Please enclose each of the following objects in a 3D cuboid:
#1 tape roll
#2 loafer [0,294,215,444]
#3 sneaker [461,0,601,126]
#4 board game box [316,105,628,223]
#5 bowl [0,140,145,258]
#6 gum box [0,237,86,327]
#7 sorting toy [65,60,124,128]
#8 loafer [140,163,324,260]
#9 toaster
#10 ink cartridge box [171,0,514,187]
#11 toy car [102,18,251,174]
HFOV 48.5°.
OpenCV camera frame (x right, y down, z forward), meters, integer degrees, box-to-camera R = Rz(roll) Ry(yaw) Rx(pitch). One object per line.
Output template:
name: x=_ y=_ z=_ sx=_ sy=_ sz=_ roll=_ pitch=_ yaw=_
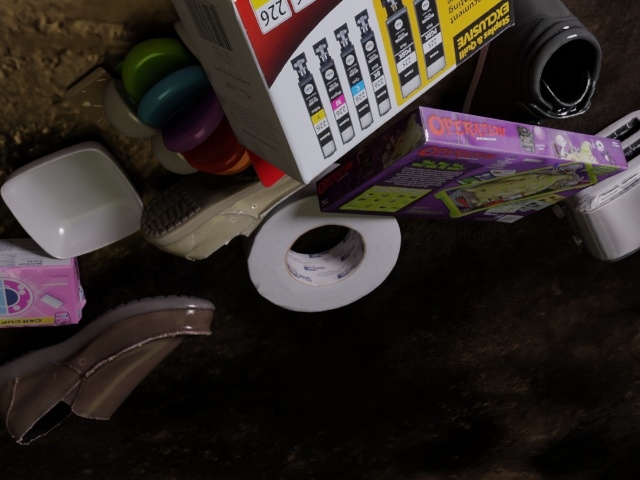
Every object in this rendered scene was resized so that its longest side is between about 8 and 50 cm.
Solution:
tape roll: x=0.000 y=0.000 z=1.004 sx=0.219 sy=0.072 sz=0.219 roll=-9 pitch=132 yaw=-10
loafer: x=-0.300 y=0.187 z=1.011 sx=0.366 sy=0.130 sz=0.134 roll=-26 pitch=164 yaw=14
sneaker: x=0.258 y=-0.163 z=0.892 sx=0.105 sy=0.147 sz=0.295 roll=-10 pitch=133 yaw=-11
board game box: x=0.193 y=-0.082 z=0.894 sx=0.347 sy=0.056 sz=0.208 roll=2 pitch=164 yaw=-34
bowl: x=-0.300 y=-0.055 z=0.878 sx=0.142 sy=0.053 sz=0.142 roll=-22 pitch=131 yaw=2
gum box: x=-0.409 y=0.057 z=0.933 sx=0.189 sy=0.062 sz=0.107 roll=-2 pitch=130 yaw=-16
sorting toy: x=-0.243 y=-0.173 z=0.822 sx=0.083 sy=0.012 sz=0.062 roll=-32 pitch=133 yaw=11
loafer: x=-0.096 y=-0.065 z=0.899 sx=0.269 sy=0.102 sz=0.092 roll=-29 pitch=143 yaw=-1
toaster: x=0.452 y=-0.084 z=1.031 sx=0.227 sy=0.129 sz=0.146 roll=-35 pitch=128 yaw=15
ink cartridge box: x=0.044 y=-0.213 z=0.721 sx=0.309 sy=0.130 sz=0.271 roll=-39 pitch=135 yaw=-17
toy car: x=-0.138 y=-0.141 z=0.789 sx=0.159 sy=0.136 sz=0.182 roll=-36 pitch=136 yaw=12
